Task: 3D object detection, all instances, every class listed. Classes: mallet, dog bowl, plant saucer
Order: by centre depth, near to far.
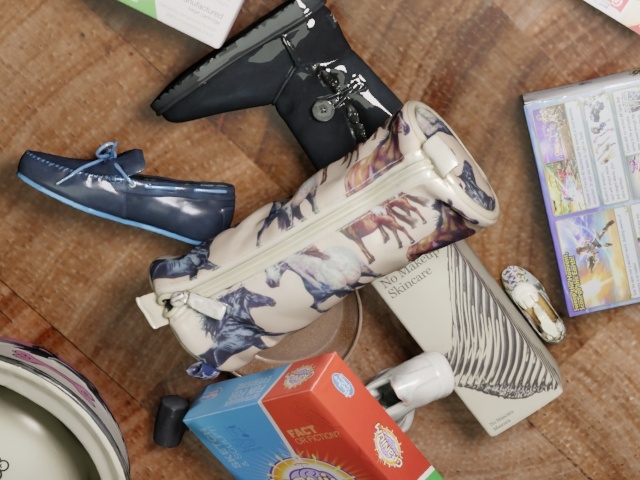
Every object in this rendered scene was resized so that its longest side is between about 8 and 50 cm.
[{"bbox_3d":[-0.048,0.085,1.923,0.199,0.036,0.198,1,109,2],"label":"plant saucer"},{"bbox_3d":[-0.421,0.298,1.958,0.408,0.150,0.408,1,108,4],"label":"dog bowl"},{"bbox_3d":[-0.114,0.232,1.979,0.190,0.039,0.062,5,112,-2],"label":"mallet"}]

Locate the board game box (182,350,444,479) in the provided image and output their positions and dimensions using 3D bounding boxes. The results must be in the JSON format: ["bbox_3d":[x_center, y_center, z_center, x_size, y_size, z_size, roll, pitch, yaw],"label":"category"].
[{"bbox_3d":[0.019,0.284,1.888,0.242,0.064,0.316,-19,118,46],"label":"board game box"}]

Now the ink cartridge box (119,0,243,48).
[{"bbox_3d":[-0.133,-0.351,1.752,0.160,0.092,0.219,25,109,-5],"label":"ink cartridge box"}]

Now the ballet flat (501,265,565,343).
[{"bbox_3d":[0.260,0.079,1.900,0.041,0.041,0.114,-35,103,14],"label":"ballet flat"}]

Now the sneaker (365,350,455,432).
[{"bbox_3d":[0.072,0.193,1.877,0.080,0.094,0.212,62,148,14],"label":"sneaker"}]

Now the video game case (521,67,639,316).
[{"bbox_3d":[0.380,-0.066,1.833,0.244,0.061,0.269,-13,107,6],"label":"video game case"}]

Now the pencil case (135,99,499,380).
[{"bbox_3d":[0.000,0.000,1.745,0.410,0.183,0.160,-31,88,23],"label":"pencil case"}]

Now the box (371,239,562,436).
[{"bbox_3d":[0.167,0.090,1.881,0.113,0.094,0.275,-36,103,15],"label":"box"}]

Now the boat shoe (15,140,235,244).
[{"bbox_3d":[-0.226,-0.071,1.861,0.258,0.109,0.089,16,102,-19],"label":"boat shoe"}]

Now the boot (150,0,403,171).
[{"bbox_3d":[-0.044,-0.146,1.814,0.246,0.094,0.207,-32,102,10],"label":"boot"}]

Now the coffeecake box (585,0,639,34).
[{"bbox_3d":[0.353,-0.339,1.740,0.142,0.068,0.185,30,108,-7],"label":"coffeecake box"}]
